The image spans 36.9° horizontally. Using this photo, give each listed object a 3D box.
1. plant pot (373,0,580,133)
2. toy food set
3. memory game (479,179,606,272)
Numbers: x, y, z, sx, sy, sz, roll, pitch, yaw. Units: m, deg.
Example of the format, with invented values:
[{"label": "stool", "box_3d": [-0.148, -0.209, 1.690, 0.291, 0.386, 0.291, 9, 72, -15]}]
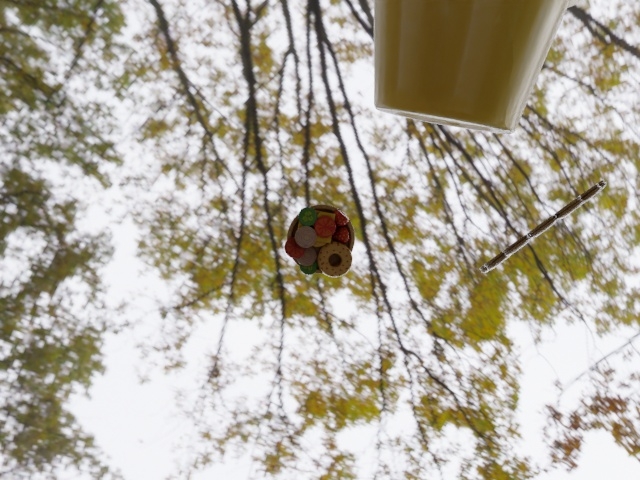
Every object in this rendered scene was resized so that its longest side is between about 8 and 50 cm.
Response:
[{"label": "plant pot", "box_3d": [0.163, -0.250, 1.079, 0.254, 0.254, 0.239, 13, -84, 30]}, {"label": "toy food set", "box_3d": [0.000, 0.000, 1.105, 0.083, 0.020, 0.083, 8, -85, -12]}, {"label": "memory game", "box_3d": [0.272, -0.016, 1.173, 0.186, 0.186, 0.012, -37, -97, 9]}]
